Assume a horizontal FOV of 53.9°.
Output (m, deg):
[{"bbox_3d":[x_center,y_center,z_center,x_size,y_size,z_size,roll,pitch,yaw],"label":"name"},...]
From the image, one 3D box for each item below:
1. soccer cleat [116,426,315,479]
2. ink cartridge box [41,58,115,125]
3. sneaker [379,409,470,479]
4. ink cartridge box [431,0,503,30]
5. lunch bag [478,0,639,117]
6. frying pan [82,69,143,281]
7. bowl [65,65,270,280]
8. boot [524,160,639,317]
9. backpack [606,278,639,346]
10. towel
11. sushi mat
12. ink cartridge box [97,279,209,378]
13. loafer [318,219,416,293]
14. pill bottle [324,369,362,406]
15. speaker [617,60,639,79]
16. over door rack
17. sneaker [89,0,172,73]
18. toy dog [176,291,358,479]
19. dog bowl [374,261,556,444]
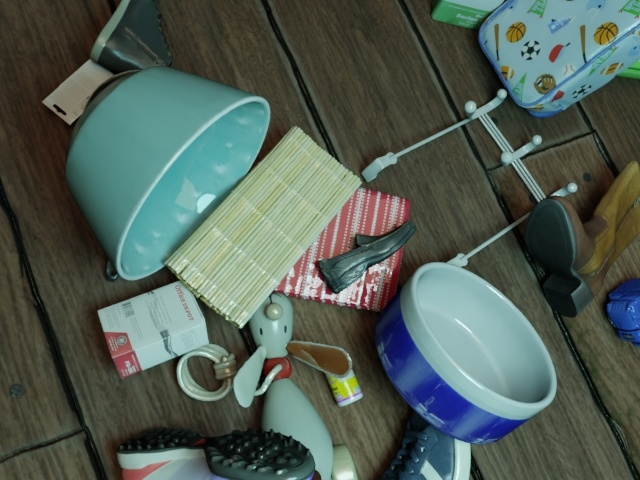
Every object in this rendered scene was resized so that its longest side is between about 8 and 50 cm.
[{"bbox_3d":[-0.135,0.313,0.814,0.108,0.318,0.117,-12,93,-58],"label":"soccer cleat"},{"bbox_3d":[-0.390,-0.240,1.035,0.063,0.029,0.115,40,70,0],"label":"ink cartridge box"},{"bbox_3d":[0.117,0.376,0.916,0.148,0.131,0.350,14,72,-14],"label":"sneaker"},{"bbox_3d":[0.313,-0.561,1.159,0.117,0.278,0.202,11,72,-9],"label":"ink cartridge box"},{"bbox_3d":[0.450,-0.390,1.129,0.115,0.303,0.243,10,52,-48],"label":"lunch bag"},{"bbox_3d":[-0.270,-0.110,1.014,0.197,0.053,0.326,-10,91,-18],"label":"frying pan"},{"bbox_3d":[-0.227,-0.115,0.873,0.163,0.311,0.311,38,69,5],"label":"bowl"},{"bbox_3d":[0.485,-0.042,1.087,0.280,0.096,0.264,-43,122,-19],"label":"boot"},{"bbox_3d":[0.574,0.139,1.114,0.101,0.098,0.120,-33,96,-11],"label":"backpack"},{"bbox_3d":[0.000,0.000,1.028,0.274,0.031,0.199,11,84,-7],"label":"towel"},{"bbox_3d":[-0.082,-0.029,0.975,0.151,0.019,0.316,39,69,2],"label":"sushi mat"},{"bbox_3d":[-0.244,0.128,0.924,0.135,0.056,0.099,-20,46,-18],"label":"ink cartridge box"},{"bbox_3d":[0.075,0.013,0.993,0.170,0.062,0.061,-35,86,-11],"label":"loafer"},{"bbox_3d":[0.032,0.215,0.990,0.043,0.043,0.083,-20,79,-18],"label":"pill bottle"},{"bbox_3d":[0.612,-0.388,1.260,0.296,0.131,0.131,4,73,-12],"label":"speaker"},{"bbox_3d":[0.276,-0.110,1.110,0.324,0.108,0.240,-31,82,-19],"label":"over door rack"},{"bbox_3d":[-0.292,-0.362,1.078,0.118,0.083,0.222,30,65,-20],"label":"sneaker"},{"bbox_3d":[-0.047,0.240,0.902,0.220,0.161,0.334,-30,83,-20],"label":"toy dog"},{"bbox_3d":[0.216,0.163,0.945,0.264,0.104,0.265,25,34,-18],"label":"dog bowl"}]
